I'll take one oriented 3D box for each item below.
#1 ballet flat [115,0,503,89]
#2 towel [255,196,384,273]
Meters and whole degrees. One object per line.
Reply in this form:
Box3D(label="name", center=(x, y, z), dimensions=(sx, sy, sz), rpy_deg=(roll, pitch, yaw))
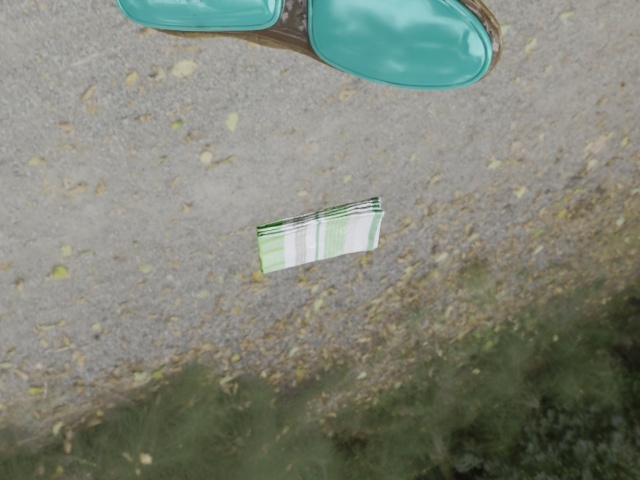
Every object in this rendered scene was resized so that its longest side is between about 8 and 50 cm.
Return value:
Box3D(label="ballet flat", center=(-0.009, -0.219, 0.591), dimensions=(0.343, 0.124, 0.116), rpy_deg=(10, 131, 8))
Box3D(label="towel", center=(0.000, 0.000, 0.802), dimensions=(0.152, 0.023, 0.113), rpy_deg=(-14, 151, -8))
